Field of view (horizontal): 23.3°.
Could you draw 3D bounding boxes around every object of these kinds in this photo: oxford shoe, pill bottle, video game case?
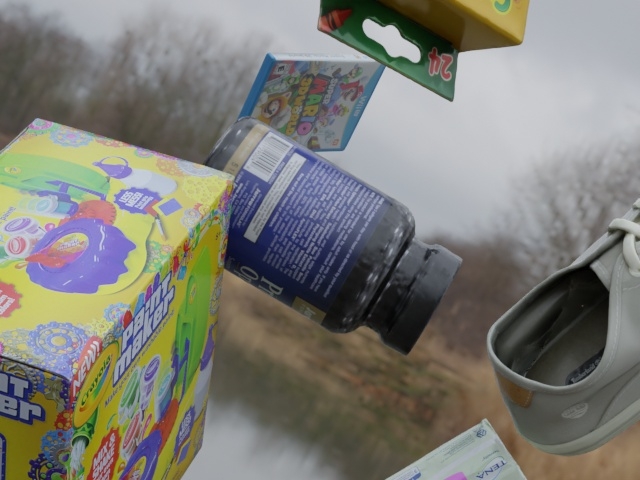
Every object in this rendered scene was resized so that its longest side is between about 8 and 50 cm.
[{"bbox_3d":[0.319,0.007,1.337,0.130,0.449,0.169,40,12,-34],"label":"oxford shoe"},{"bbox_3d":[0.000,0.000,1.276,0.219,0.123,0.123,31,0,3],"label":"pill bottle"},{"bbox_3d":[-0.013,-0.142,1.614,0.166,0.119,0.015,-6,42,-45],"label":"video game case"}]

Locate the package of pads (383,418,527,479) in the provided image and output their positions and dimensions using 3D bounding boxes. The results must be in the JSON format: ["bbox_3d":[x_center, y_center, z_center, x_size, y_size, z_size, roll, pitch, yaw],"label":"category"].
[{"bbox_3d":[0.125,0.340,1.464,0.296,0.229,0.101,59,-1,-34],"label":"package of pads"}]

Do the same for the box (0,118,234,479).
[{"bbox_3d":[-0.209,0.108,1.159,0.177,0.279,0.290,16,34,12],"label":"box"}]

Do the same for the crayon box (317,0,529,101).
[{"bbox_3d":[0.113,-0.307,1.408,0.081,0.319,0.202,-1,-15,44],"label":"crayon box"}]
